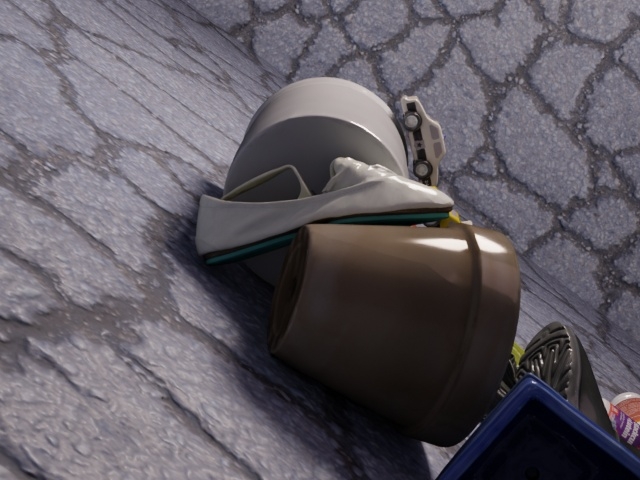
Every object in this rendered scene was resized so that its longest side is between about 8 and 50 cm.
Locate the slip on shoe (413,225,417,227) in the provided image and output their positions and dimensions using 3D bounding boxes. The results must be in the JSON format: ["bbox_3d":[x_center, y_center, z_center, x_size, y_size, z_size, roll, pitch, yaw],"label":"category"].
[{"bbox_3d":[0.200,-0.002,2.271,0.331,0.101,0.123,22,15,-29],"label":"slip on shoe"}]

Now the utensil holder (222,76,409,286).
[{"bbox_3d":[-0.002,-0.103,1.714,0.328,0.327,0.385,35,16,-7],"label":"utensil holder"}]

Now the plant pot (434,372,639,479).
[{"bbox_3d":[0.285,0.320,1.255,0.236,0.236,0.212,39,7,7],"label":"plant pot"}]

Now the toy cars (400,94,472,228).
[{"bbox_3d":[0.221,-0.102,1.796,0.176,0.087,0.393,65,15,-60],"label":"toy cars"}]

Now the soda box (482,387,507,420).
[{"bbox_3d":[0.261,0.255,1.738,0.169,0.060,0.053,40,10,10],"label":"soda box"}]

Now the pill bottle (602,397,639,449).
[{"bbox_3d":[0.624,0.421,1.991,0.194,0.108,0.108,36,14,-2],"label":"pill bottle"}]

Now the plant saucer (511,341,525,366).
[{"bbox_3d":[0.414,0.254,2.167,0.241,0.037,0.241,35,15,-10],"label":"plant saucer"}]

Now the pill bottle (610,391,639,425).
[{"bbox_3d":[0.716,0.424,2.179,0.121,0.121,0.216,37,14,-3],"label":"pill bottle"}]

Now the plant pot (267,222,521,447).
[{"bbox_3d":[0.083,0.106,1.377,0.281,0.323,0.323,15,19,-12],"label":"plant pot"}]

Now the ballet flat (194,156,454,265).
[{"bbox_3d":[-0.004,-0.060,1.470,0.139,0.401,0.139,-11,90,-84],"label":"ballet flat"}]

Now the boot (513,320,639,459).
[{"bbox_3d":[0.558,0.386,1.719,0.445,0.146,0.366,29,45,-19],"label":"boot"}]

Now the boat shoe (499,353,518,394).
[{"bbox_3d":[0.344,0.250,1.800,0.084,0.079,0.233,19,-30,52],"label":"boat shoe"}]
